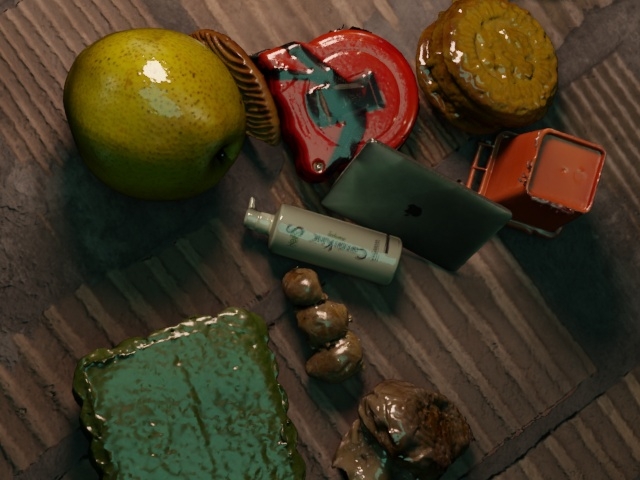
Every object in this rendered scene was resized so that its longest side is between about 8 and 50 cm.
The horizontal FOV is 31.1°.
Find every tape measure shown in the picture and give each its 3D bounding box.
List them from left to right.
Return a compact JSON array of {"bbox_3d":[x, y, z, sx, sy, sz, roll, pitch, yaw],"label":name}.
[{"bbox_3d":[0.033,-0.234,1.902,0.260,0.114,0.253,-22,91,-8],"label":"tape measure"}]

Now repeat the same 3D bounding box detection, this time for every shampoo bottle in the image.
[{"bbox_3d":[0.000,0.000,1.899,0.262,0.085,0.085,17,84,-6],"label":"shampoo bottle"}]

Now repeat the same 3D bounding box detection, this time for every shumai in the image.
[{"bbox_3d":[0.113,0.323,1.884,0.185,0.218,0.184,-24,85,30],"label":"shumai"}]

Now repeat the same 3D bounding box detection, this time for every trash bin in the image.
[{"bbox_3d":[0.351,-0.105,1.876,0.184,0.238,0.161,18,84,-4],"label":"trash bin"}]

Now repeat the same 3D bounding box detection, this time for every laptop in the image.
[{"bbox_3d":[0.154,-0.053,1.876,0.269,0.187,0.015,27,48,-12],"label":"laptop"}]

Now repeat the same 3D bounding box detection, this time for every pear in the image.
[{"bbox_3d":[-0.253,-0.192,1.775,0.294,0.294,0.294,0,87,-8],"label":"pear"}]

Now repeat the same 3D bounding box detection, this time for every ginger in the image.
[{"bbox_3d":[0.001,0.137,1.893,0.104,0.080,0.204,-21,92,-3],"label":"ginger"}]

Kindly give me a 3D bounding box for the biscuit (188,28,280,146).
[{"bbox_3d":[-0.151,-0.254,1.880,0.031,0.176,0.228,-33,52,-32],"label":"biscuit"}]

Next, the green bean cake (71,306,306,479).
[{"bbox_3d":[-0.201,0.289,1.802,0.335,0.218,0.319,-12,81,-15],"label":"green bean cake"}]

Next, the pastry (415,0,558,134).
[{"bbox_3d":[0.289,-0.298,1.912,0.240,0.132,0.235,36,67,-16],"label":"pastry"}]
